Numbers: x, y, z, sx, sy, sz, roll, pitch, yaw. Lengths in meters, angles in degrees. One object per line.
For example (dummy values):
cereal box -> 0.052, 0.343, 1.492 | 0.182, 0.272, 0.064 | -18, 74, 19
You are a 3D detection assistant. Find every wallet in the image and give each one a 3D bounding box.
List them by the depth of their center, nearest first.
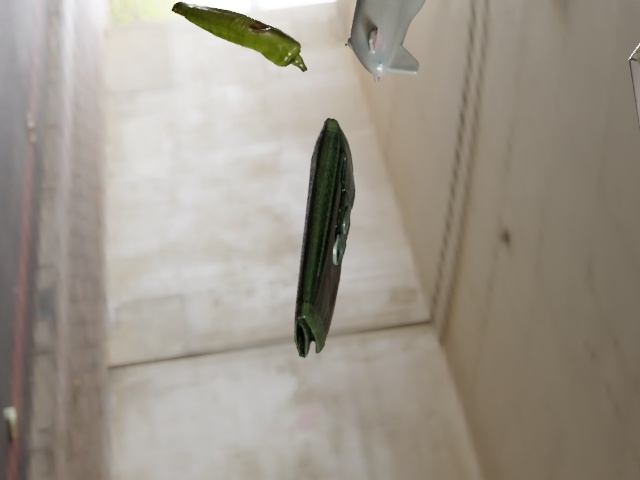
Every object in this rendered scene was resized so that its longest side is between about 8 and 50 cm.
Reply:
wallet -> 0.003, 0.000, 1.725 | 0.160, 0.055, 0.236 | 79, 16, -70

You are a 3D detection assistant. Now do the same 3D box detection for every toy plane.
toy plane -> 0.107, -0.364, 2.371 | 0.252, 0.118, 0.252 | 5, 90, -81

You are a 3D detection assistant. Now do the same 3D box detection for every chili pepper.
chili pepper -> -0.103, -0.252, 1.805 | 0.049, 0.208, 0.043 | -17, 129, -56

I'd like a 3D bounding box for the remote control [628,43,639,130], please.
remote control -> 0.494, -0.205, 2.160 | 0.055, 0.103, 0.277 | 28, -18, 29
